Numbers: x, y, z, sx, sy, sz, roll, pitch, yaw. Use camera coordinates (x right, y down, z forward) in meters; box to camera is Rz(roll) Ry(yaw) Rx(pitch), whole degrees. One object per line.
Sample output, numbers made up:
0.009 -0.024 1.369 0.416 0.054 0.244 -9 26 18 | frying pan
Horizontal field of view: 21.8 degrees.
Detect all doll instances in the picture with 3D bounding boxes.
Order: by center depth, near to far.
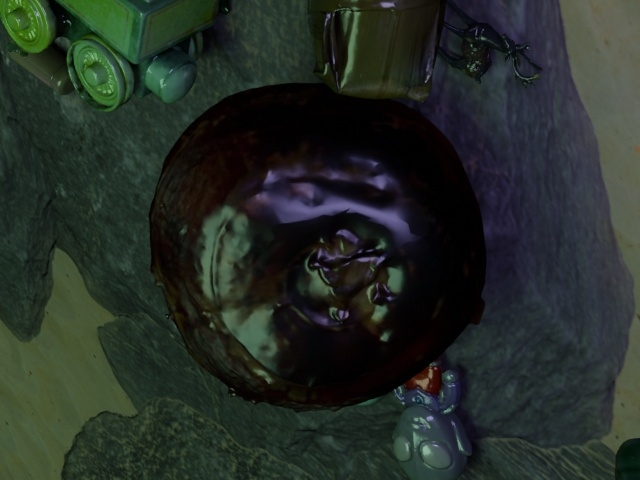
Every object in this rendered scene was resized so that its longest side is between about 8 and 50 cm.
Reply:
0.126 0.218 1.904 0.102 0.075 0.227 12 119 34 | doll

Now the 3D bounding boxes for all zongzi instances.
0.053 -0.272 1.520 0.289 0.123 0.260 -100 18 -72 | zongzi

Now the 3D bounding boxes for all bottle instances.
-0.348 -0.224 2.102 0.096 0.045 0.045 39 146 19 | bottle

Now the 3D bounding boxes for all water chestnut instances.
0.000 0.000 1.671 0.350 0.302 0.350 1 111 3 | water chestnut

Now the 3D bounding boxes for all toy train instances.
-0.233 -0.269 1.810 0.271 0.159 0.188 40 140 20 | toy train

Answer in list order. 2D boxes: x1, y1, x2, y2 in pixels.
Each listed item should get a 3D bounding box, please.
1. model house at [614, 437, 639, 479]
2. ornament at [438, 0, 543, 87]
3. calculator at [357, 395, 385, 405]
0.422 0.173 1.176 0.395 0.400 0.445 57 149 -12 | model house
0.153 -0.171 1.527 0.125 0.028 0.073 34 143 31 | ornament
-0.031 0.089 2.001 0.295 0.042 0.184 38 145 20 | calculator
